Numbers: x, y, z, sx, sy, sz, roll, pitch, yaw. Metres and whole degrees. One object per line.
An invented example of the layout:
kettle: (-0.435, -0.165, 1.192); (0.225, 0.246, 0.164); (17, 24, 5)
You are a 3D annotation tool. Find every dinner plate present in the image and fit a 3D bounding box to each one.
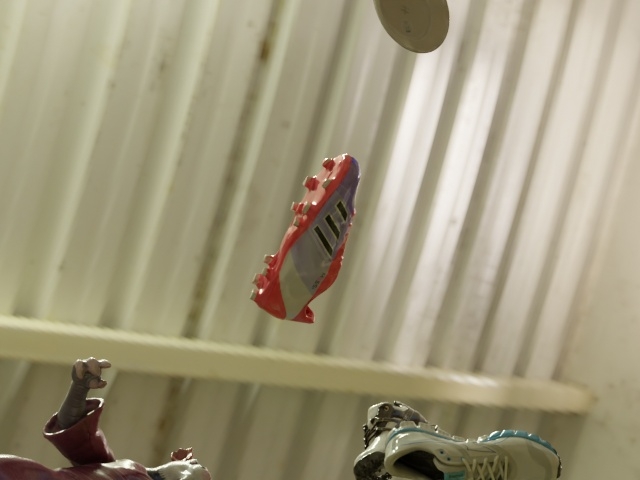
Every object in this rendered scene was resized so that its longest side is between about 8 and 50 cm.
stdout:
dinner plate: (0.119, -0.321, 2.084); (0.017, 0.141, 0.141); (-33, -52, -34)

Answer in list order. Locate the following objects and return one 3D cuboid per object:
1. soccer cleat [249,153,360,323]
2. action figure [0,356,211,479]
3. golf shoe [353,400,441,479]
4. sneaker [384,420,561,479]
soccer cleat: (0.000, 0.000, 1.847); (0.095, 0.083, 0.248); (23, -59, -14)
action figure: (-0.235, 0.285, 1.491); (0.276, 0.248, 0.370); (-50, -24, 23)
golf shoe: (0.081, 0.269, 2.027); (0.077, 0.094, 0.198); (-51, -17, 23)
sneaker: (0.155, 0.240, 1.590); (0.083, 0.190, 0.071); (-45, -44, -72)
